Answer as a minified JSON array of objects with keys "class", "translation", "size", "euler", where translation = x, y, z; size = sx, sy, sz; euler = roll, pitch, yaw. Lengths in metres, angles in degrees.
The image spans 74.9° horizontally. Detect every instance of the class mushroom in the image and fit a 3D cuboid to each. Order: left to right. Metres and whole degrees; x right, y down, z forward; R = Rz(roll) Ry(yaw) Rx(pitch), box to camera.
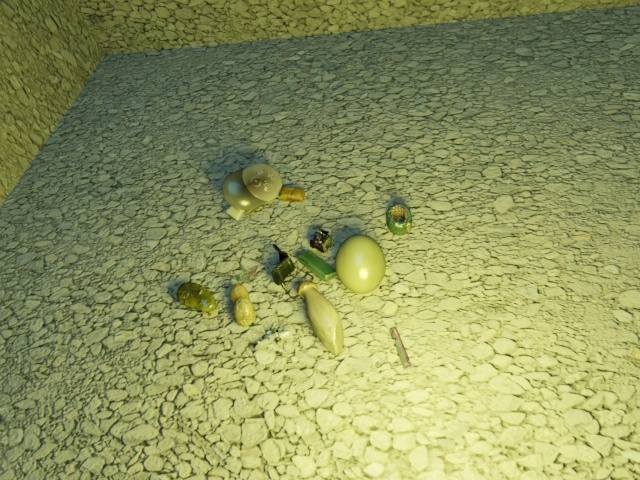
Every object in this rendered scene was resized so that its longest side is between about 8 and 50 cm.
[{"class":"mushroom","translation":[0.005,0.310,1.741],"size":[0.129,0.128,0.350],"euler":[-27,53,-8]}]

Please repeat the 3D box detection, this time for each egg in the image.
[{"class":"egg","translation":[0.171,0.100,1.796],"size":[0.219,0.219,0.269],"euler":[0,59,11]}]

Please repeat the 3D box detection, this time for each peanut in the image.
[{"class":"peanut","translation":[-0.348,0.283,1.857],"size":[0.100,0.099,0.214],"euler":[-20,49,-3]}]

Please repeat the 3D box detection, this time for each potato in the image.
[{"class":"potato","translation":[-0.564,0.261,1.909],"size":[0.226,0.090,0.117],"euler":[24,63,26]}]

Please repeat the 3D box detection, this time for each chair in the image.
[{"class":"chair","translation":[-0.163,0.131,1.892],"size":[0.221,0.140,0.145],"euler":[33,66,30]}]

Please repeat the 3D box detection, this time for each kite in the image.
[{"class":"kite","translation":[-0.360,0.151,1.996],"size":[0.139,0.011,0.156],"euler":[-27,56,-11]}]

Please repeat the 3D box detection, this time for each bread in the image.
[{"class":"bread","translation":[-0.147,-0.241,2.198],"size":[0.132,0.053,0.074],"euler":[8,58,14]}]

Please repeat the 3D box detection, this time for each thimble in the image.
[{"class":"thimble","translation":[0.370,-0.100,1.974],"size":[0.119,0.090,0.135],"euler":[-13,56,5]}]

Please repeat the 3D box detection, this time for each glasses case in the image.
[{"class":"glasses case","translation":[-0.015,0.116,1.910],"size":[0.184,0.039,0.078],"euler":[36,36,30]}]

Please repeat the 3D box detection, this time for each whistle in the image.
[{"class":"whistle","translation":[0.317,0.425,1.653],"size":[0.033,0.033,0.176],"euler":[-17,53,-1]}]

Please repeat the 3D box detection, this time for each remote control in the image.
[{"class":"remote control","translation":[-0.355,-0.286,2.196],"size":[0.332,0.103,0.221],"euler":[-29,83,-24]}]

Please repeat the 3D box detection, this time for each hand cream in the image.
[{"class":"hand cream","translation":[-0.408,-0.216,2.235],"size":[0.080,0.048,0.255],"euler":[34,63,-5]}]

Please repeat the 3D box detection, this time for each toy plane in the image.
[{"class":"toy plane","translation":[-0.196,0.414,1.747],"size":[0.171,0.065,0.162],"euler":[-19,43,-8]}]

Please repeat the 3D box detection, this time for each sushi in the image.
[{"class":"sushi","translation":[0.000,0.001,1.972],"size":[0.084,0.098,0.094],"euler":[24,68,28]}]
